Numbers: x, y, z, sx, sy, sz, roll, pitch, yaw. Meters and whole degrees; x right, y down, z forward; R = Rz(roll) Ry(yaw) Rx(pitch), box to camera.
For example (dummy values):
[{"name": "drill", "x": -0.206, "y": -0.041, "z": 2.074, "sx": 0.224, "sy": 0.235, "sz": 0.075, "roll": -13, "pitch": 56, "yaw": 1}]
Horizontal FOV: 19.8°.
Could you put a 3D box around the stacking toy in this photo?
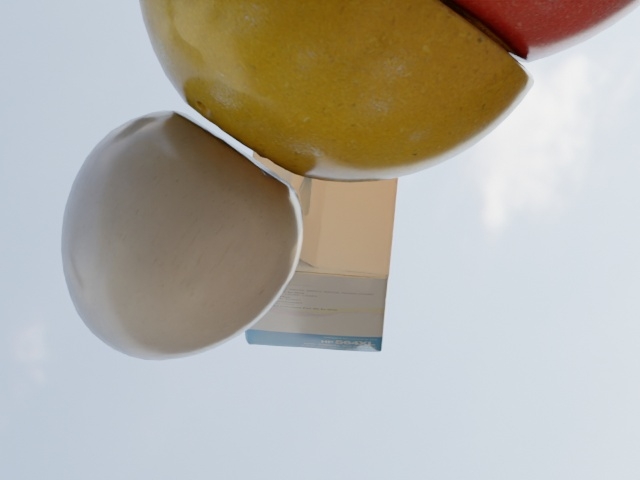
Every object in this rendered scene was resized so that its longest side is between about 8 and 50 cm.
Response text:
[{"name": "stacking toy", "x": 0.023, "y": -0.152, "z": 0.880, "sx": 0.480, "sy": 0.350, "sz": 0.350, "roll": -56, "pitch": -34, "yaw": 2}]

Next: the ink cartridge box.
[{"name": "ink cartridge box", "x": 0.000, "y": 0.000, "z": 1.124, "sx": 0.143, "sy": 0.090, "sz": 0.092, "roll": 92, "pitch": -177, "yaw": -67}]
